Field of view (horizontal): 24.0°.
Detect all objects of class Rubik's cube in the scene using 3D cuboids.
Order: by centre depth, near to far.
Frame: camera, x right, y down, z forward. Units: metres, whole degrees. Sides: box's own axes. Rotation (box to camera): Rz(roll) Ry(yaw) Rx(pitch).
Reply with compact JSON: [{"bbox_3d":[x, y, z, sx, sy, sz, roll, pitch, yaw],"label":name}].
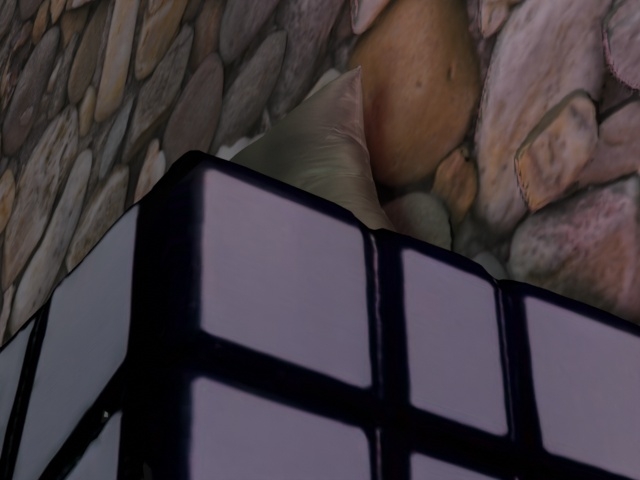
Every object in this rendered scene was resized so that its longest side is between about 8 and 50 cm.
[{"bbox_3d":[-0.020,0.175,0.685,0.288,0.283,0.293,-44,39,41],"label":"Rubik's cube"}]

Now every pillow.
[{"bbox_3d":[0.001,-0.001,0.978,0.144,0.078,0.254,-44,37,23],"label":"pillow"}]
